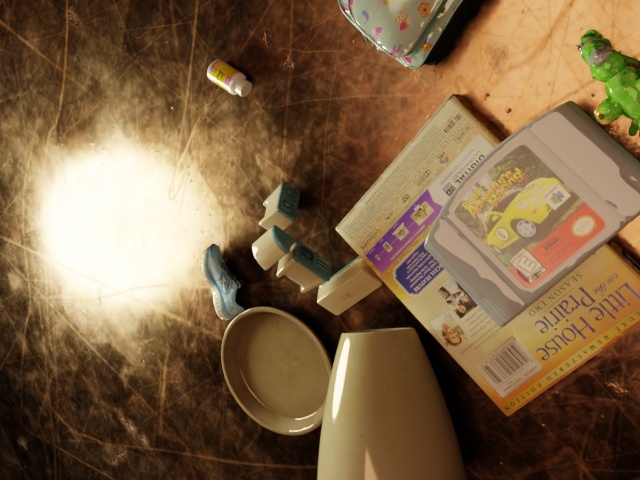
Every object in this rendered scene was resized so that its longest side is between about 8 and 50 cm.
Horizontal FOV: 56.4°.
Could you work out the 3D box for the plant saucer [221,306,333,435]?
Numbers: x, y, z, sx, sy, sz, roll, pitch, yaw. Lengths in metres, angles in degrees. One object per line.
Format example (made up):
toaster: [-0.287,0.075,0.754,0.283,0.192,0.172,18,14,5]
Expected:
plant saucer: [-0.085,0.263,1.222,0.277,0.041,0.278,9,108,30]

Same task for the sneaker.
sneaker: [-0.191,0.081,1.236,0.073,0.063,0.162,-14,101,17]

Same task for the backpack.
backpack: [0.117,-0.361,0.873,0.188,0.144,0.166,44,126,17]

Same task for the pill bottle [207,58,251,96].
pill bottle: [-0.169,-0.302,1.118,0.083,0.043,0.043,35,118,19]

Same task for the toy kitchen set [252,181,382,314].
toy kitchen set: [0.000,0.000,1.088,0.207,0.166,0.122,35,127,-24]

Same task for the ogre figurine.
ogre figurine: [0.398,-0.191,0.761,0.096,0.118,0.197,-19,92,33]

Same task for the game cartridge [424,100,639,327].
game cartridge: [0.290,-0.037,0.837,0.196,0.060,0.294,49,120,16]

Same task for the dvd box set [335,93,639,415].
dvd box set: [0.259,0.026,0.938,0.420,0.062,0.308,47,121,12]

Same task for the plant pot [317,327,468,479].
plant pot: [0.108,0.290,1.013,0.256,0.256,0.274,-10,81,33]
